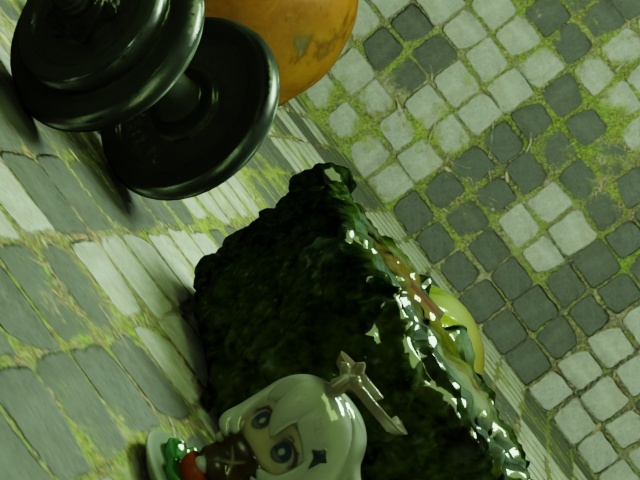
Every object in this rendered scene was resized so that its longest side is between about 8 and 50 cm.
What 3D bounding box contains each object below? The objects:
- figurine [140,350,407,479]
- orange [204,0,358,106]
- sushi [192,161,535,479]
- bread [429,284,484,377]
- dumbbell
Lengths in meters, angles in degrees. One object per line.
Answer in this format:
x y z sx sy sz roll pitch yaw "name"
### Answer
-0.019 0.135 1.064 0.132 0.154 0.132 52 7 -9 "figurine"
-0.107 -0.294 1.993 0.312 0.312 0.312 51 7 -9 "orange"
0.039 0.123 1.406 0.294 0.178 0.352 50 9 -28 "sushi"
0.095 0.120 1.843 0.158 0.156 0.260 50 7 -29 "bread"
-0.153 -0.150 1.477 0.192 0.192 0.290 57 8 36 "dumbbell"
